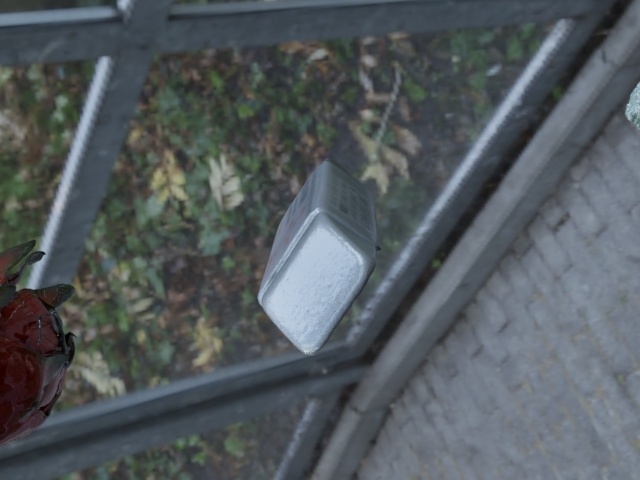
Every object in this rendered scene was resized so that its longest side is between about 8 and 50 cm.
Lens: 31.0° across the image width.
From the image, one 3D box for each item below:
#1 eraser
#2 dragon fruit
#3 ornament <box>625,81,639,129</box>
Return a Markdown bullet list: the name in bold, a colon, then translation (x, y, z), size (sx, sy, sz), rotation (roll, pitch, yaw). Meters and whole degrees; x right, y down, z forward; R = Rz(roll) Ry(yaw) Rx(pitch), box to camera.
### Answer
- **eraser**: translation (0.000, 0.000, 0.934), size (0.089, 0.061, 0.352), rotation (-57, 5, 11)
- **dragon fruit**: translation (-0.336, 0.112, 1.128), size (0.193, 0.274, 0.192), rotation (38, 128, 26)
- **ornament**: translation (0.262, -0.122, 0.828), size (0.041, 0.068, 0.092), rotation (49, 147, -8)
